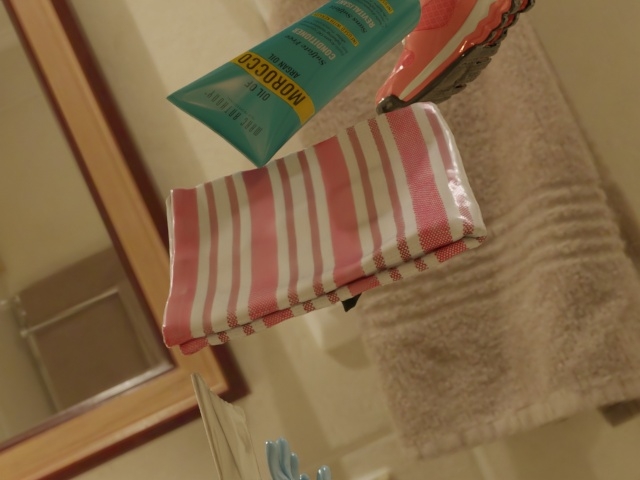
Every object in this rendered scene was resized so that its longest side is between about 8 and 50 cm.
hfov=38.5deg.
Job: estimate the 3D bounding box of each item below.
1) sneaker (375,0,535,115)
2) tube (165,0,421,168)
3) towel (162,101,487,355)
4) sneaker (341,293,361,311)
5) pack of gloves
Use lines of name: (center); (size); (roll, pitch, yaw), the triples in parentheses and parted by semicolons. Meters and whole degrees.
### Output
sneaker: (0.153, -0.272, 1.033); (0.314, 0.136, 0.116); (-48, -16, 29)
tube: (-0.007, -0.125, 0.644); (0.207, 0.080, 0.052); (-43, -22, -34)
towel: (-0.006, -0.015, 0.561); (0.197, 0.029, 0.144); (-21, 38, 9)
sneaker: (0.000, 0.000, 1.116); (0.089, 0.170, 0.051); (-48, 8, 4)
pack of gloves: (-0.010, 0.223, 0.683); (0.046, 0.232, 0.195); (-27, -38, 6)
